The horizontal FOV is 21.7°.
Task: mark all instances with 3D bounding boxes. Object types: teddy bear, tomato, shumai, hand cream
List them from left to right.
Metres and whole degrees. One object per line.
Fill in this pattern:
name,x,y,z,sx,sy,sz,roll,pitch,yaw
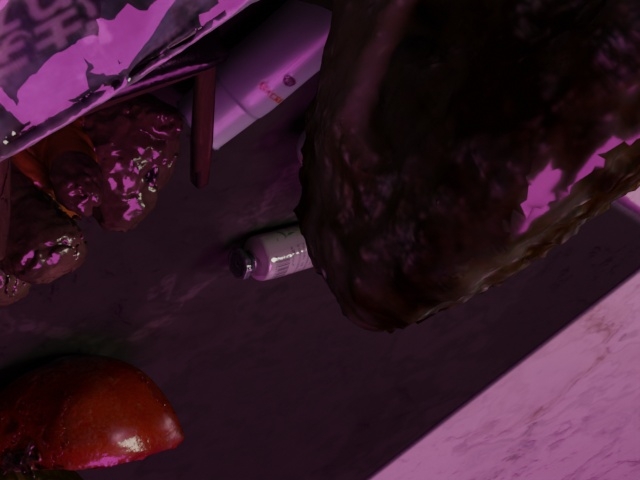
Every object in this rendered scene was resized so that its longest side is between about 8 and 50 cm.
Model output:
teddy bear,-0.189,-0.046,1.226,0.190,0.140,0.177,-26,179,-26
tomato,-0.225,0.154,1.543,0.189,0.099,0.173,-1,-173,33
hand cream,0.000,0.000,1.566,0.194,0.042,0.067,-16,141,-36
hand cream,0.027,-0.194,1.265,0.331,0.058,0.085,-41,131,10
shumai,0.107,-0.175,1.069,0.395,0.348,0.395,-32,179,-1

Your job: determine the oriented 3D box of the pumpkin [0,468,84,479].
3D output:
pumpkin,-0.308,0.315,1.651,0.219,0.162,0.219,-23,147,-16

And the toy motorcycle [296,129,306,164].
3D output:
toy motorcycle,0.063,-0.092,1.412,0.170,0.110,0.260,-16,146,-2

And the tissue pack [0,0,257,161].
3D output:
tissue pack,-0.205,-0.213,0.751,0.259,0.122,0.361,-30,116,-8

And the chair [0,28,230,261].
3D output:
chair,-0.164,-0.141,1.026,0.166,0.188,0.272,-22,154,-17
